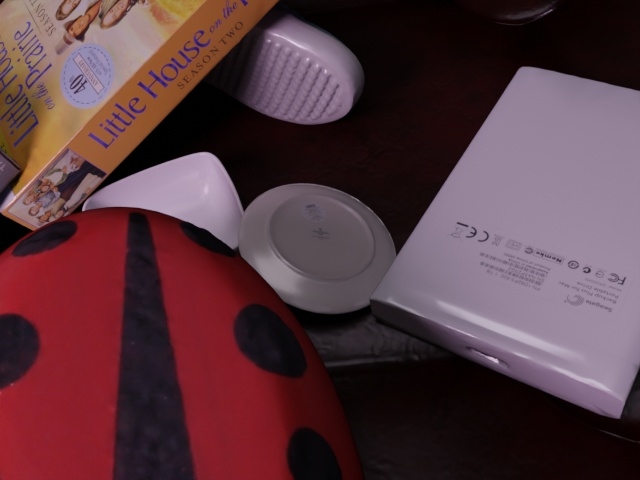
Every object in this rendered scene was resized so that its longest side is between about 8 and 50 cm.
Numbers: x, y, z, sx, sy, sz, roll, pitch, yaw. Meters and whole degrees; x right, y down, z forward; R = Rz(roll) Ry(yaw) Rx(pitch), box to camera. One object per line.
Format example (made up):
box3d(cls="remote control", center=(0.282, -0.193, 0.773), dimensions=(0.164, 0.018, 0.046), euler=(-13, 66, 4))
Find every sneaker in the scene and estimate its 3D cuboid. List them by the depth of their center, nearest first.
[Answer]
box3d(cls="sneaker", center=(-0.082, -0.249, 0.821), dimensions=(0.366, 0.135, 0.150), euler=(27, 66, 29))

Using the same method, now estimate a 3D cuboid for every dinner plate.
box3d(cls="dinner plate", center=(0.000, 0.000, 0.641), dimensions=(0.141, 0.017, 0.141), euler=(9, 49, -11))

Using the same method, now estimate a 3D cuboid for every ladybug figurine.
box3d(cls="ladybug figurine", center=(-0.110, 0.138, 0.441), dimensions=(0.305, 0.162, 0.449), euler=(-2, 49, -21))

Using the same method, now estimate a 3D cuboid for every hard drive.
box3d(cls="hard drive", center=(0.204, -0.022, 0.635), dimensions=(0.203, 0.040, 0.307), euler=(21, 58, 26))

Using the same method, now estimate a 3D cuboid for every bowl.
box3d(cls="bowl", center=(-0.138, -0.006, 0.685), dimensions=(0.142, 0.053, 0.142), euler=(-22, 51, -7))

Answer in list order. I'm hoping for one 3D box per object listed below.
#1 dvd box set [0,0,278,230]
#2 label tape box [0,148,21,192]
box3d(cls="dvd box set", center=(-0.192, -0.246, 0.751), dimensions=(0.420, 0.062, 0.307), euler=(-43, 50, 7))
box3d(cls="label tape box", center=(-0.458, 0.005, 0.647), dimensions=(0.241, 0.106, 0.333), euler=(21, 69, 36))
